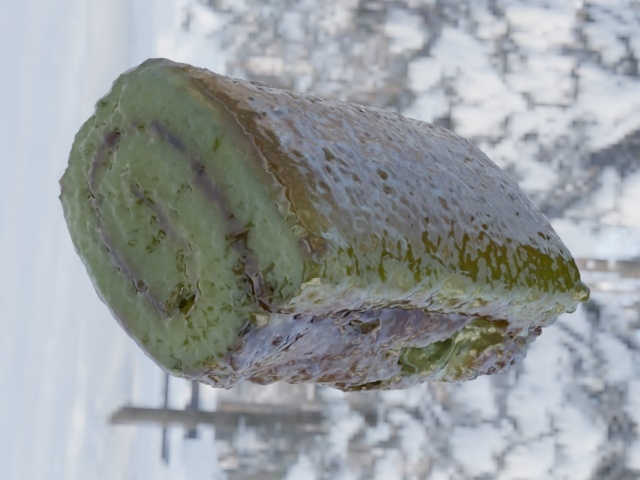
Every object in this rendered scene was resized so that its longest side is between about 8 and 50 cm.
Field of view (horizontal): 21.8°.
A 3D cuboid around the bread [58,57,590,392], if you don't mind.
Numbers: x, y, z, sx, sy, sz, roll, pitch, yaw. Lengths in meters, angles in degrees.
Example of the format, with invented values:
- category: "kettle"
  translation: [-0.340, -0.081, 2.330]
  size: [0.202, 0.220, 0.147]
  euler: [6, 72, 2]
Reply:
- category: "bread"
  translation: [0.000, 0.000, 0.628]
  size: [0.132, 0.172, 0.103]
  euler: [49, -63, 31]
